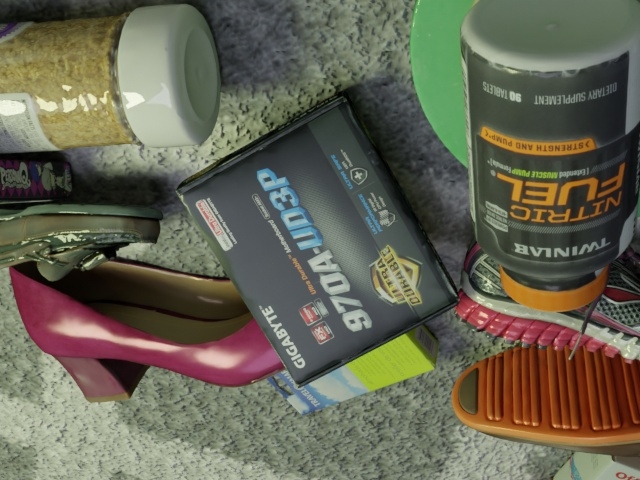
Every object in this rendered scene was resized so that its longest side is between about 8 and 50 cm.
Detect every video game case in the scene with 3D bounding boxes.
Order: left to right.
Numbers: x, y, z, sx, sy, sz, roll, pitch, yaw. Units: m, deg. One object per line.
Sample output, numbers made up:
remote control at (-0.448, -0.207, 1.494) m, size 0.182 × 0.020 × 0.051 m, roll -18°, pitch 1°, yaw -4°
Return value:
video game case at (-0.386, -0.051, 1.032) m, size 0.232 × 0.210 × 0.041 m, roll -2°, pitch 93°, yaw 15°

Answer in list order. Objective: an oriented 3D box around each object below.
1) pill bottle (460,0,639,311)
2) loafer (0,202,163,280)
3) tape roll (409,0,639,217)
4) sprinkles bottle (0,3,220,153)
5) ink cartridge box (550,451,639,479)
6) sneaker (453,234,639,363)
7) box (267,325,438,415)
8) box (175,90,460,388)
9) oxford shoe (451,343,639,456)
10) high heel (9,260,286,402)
pill bottle at (0.176, -0.061, 0.830) m, size 0.131 × 0.130 × 0.245 m, roll 0°, pitch 131°, yaw 13°
loafer at (-0.279, 0.008, 1.107) m, size 0.268 × 0.084 × 0.096 m, roll -1°, pitch 175°, yaw 21°
tape roll at (0.233, -0.163, 0.867) m, size 0.321 × 0.077 × 0.321 m, roll 6°, pitch 131°, yaw 7°
sprinkles bottle at (-0.272, -0.135, 0.976) m, size 0.356 × 0.121 × 0.121 m, roll -2°, pitch 130°, yaw 14°
ink cartridge box at (0.339, 0.286, 1.232) m, size 0.127 × 0.072 × 0.175 m, roll 21°, pitch 132°, yaw -4°
sneaker at (0.280, 0.051, 1.021) m, size 0.299 × 0.121 × 0.112 m, roll 10°, pitch 101°, yaw -5°
box at (0.024, 0.118, 1.179) m, size 0.178 × 0.042 × 0.109 m, roll -25°, pitch 120°, yaw 30°
box at (0.000, 0.000, 1.004) m, size 0.175 × 0.051 × 0.220 m, roll -28°, pitch 103°, yaw 8°
oxford shoe at (0.318, 0.184, 1.117) m, size 0.364 × 0.130 × 0.132 m, roll 0°, pitch 136°, yaw 13°
high heel at (-0.142, 0.057, 1.118) m, size 0.377 × 0.127 × 0.181 m, roll -18°, pitch 117°, yaw 21°
